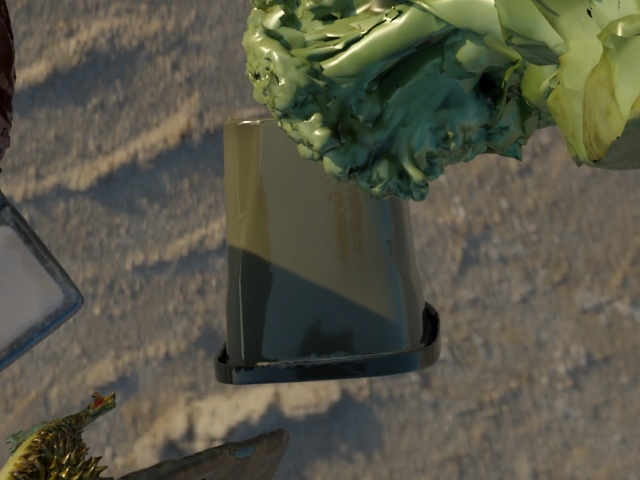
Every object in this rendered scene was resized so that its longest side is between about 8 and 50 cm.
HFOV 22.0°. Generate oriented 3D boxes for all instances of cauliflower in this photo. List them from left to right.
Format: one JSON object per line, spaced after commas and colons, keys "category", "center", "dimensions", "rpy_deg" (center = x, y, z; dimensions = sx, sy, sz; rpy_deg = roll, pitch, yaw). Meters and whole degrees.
{"category": "cauliflower", "center": [0.111, -0.122, 0.544], "dimensions": [0.272, 0.250, 0.275], "rpy_deg": [-6, 137, -9]}

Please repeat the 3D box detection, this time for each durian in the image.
{"category": "durian", "center": [-0.172, 0.173, 0.957], "dimensions": [0.102, 0.208, 0.146], "rpy_deg": [40, 142, -11]}

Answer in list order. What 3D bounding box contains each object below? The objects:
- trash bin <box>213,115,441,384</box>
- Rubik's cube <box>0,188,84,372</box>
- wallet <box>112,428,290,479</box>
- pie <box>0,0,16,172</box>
{"category": "trash bin", "center": [0.000, 0.000, 1.616], "dimensions": [0.219, 0.219, 0.250], "rpy_deg": [-5, 93, 5]}
{"category": "Rubik's cube", "center": [-0.402, 0.029, 1.331], "dimensions": [0.305, 0.301, 0.304], "rpy_deg": [-39, 94, -10]}
{"category": "wallet", "center": [-0.154, 0.223, 0.846], "dimensions": [0.323, 0.041, 0.247], "rpy_deg": [-12, 134, -53]}
{"category": "pie", "center": [-0.131, -0.055, 0.357], "dimensions": [0.154, 0.154, 0.036], "rpy_deg": [31, 127, -21]}
